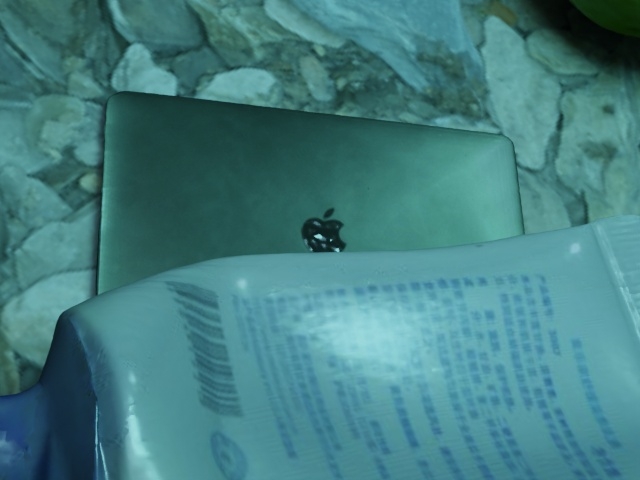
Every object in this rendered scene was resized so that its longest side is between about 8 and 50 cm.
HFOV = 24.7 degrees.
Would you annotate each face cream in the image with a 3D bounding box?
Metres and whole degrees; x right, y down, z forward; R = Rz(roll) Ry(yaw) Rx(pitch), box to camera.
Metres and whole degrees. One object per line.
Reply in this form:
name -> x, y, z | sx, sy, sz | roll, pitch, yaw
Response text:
face cream -> 0.030, 0.093, 0.772 | 0.420, 0.137, 0.235 | -5, 56, -19

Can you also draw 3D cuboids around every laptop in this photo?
laptop -> 0.000, 0.000, 0.884 | 0.269, 0.015, 0.188 | 5, 60, -13

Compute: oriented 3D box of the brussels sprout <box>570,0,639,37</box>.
brussels sprout -> 0.253, -0.244, 0.979 | 0.244, 0.244, 0.244 | 7, 60, -12
